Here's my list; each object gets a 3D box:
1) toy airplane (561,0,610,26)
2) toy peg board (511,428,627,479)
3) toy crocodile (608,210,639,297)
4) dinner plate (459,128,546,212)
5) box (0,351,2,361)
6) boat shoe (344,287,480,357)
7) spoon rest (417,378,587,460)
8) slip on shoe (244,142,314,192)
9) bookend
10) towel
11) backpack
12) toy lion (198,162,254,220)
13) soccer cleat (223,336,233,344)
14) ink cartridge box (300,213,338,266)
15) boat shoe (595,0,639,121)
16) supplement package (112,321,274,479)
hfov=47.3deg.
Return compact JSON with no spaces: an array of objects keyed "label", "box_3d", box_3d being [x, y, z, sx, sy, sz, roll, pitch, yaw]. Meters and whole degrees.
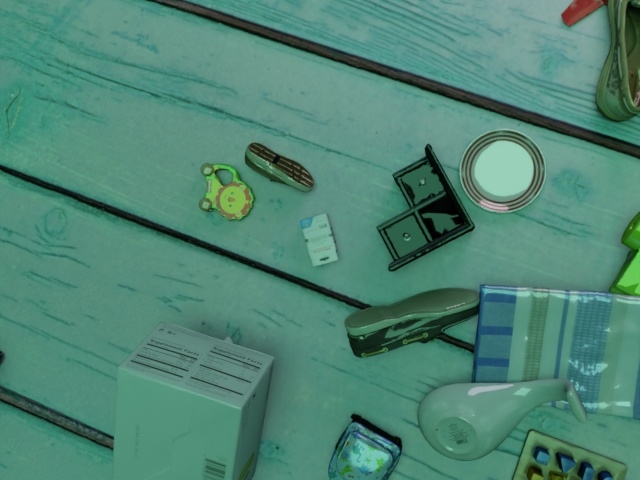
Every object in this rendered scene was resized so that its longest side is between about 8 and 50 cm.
[{"label":"toy airplane","box_3d":[0.447,-0.432,1.205,0.151,0.028,0.151,-1,86,8]},{"label":"toy peg board","box_3d":[0.387,0.409,1.154,0.161,0.079,0.160,19,91,10]},{"label":"toy crocodile","box_3d":[0.561,-0.051,1.141,0.115,0.105,0.340,26,97,9]},{"label":"dinner plate","box_3d":[0.304,-0.116,1.222,0.141,0.017,0.141,0,88,11]},{"label":"box","box_3d":[-0.788,0.292,1.311,0.296,0.183,0.294,21,92,10]},{"label":"boat shoe","box_3d":[0.156,0.136,1.209,0.228,0.081,0.068,-13,111,1]},{"label":"spoon rest","box_3d":[0.283,0.275,1.160,0.276,0.084,0.137,-22,99,31]},{"label":"slip on shoe","box_3d":[-0.074,-0.120,1.277,0.135,0.051,0.041,29,132,2]},{"label":"bookend","box_3d":[0.151,-0.052,1.218,0.156,0.072,0.157,-27,83,8]},{"label":"towel","box_3d":[0.388,0.178,1.158,0.285,0.034,0.209,5,106,11]},{"label":"backpack","box_3d":[0.068,0.366,1.208,0.105,0.084,0.114,28,95,12]},{"label":"toy lion","box_3d":[-0.165,-0.086,1.296,0.096,0.034,0.100,2,87,3]},{"label":"soccer cleat","box_3d":[-0.237,0.215,1.283,0.196,0.068,0.076,-11,42,22]},{"label":"ink cartridge box","box_3d":[0.000,0.000,1.263,0.048,0.028,0.083,-16,85,9]},{"label":"boat shoe","box_3d":[0.512,-0.331,1.150,0.105,0.089,0.285,8,92,-4]},{"label":"supplement package","box_3d":[-0.207,0.298,1.178,0.204,0.145,0.262,16,118,10]}]
